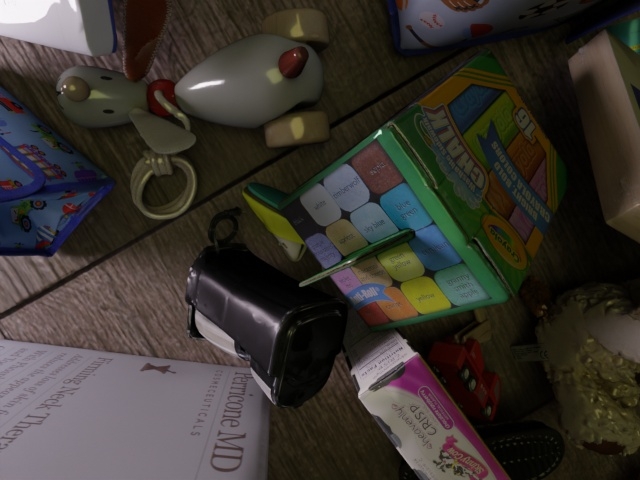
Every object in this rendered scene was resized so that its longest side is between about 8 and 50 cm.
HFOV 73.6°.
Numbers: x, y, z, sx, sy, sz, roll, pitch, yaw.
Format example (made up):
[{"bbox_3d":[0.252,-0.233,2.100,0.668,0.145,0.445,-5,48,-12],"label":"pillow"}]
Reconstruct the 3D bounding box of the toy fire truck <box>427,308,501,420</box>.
[{"bbox_3d":[0.202,0.137,0.580,0.192,0.047,0.135,54,55,-28],"label":"toy fire truck"}]

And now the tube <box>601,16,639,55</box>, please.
[{"bbox_3d":[0.419,-0.187,0.582,0.080,0.052,0.207,-12,103,5],"label":"tube"}]

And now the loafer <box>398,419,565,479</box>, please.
[{"bbox_3d":[0.211,0.282,0.585,0.220,0.078,0.080,-14,104,8],"label":"loafer"}]

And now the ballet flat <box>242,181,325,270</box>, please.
[{"bbox_3d":[0.000,0.000,0.556,0.231,0.077,0.077,20,111,-8],"label":"ballet flat"}]

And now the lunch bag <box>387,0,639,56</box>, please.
[{"bbox_3d":[0.281,-0.345,0.410,0.385,0.328,0.239,-12,96,-6],"label":"lunch bag"}]

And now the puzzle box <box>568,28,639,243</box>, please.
[{"bbox_3d":[0.463,-0.047,0.488,0.409,0.052,0.272,26,53,-14],"label":"puzzle box"}]

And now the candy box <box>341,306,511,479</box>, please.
[{"bbox_3d":[0.096,0.168,0.496,0.071,0.233,0.159,-36,98,0],"label":"candy box"}]

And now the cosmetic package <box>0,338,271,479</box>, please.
[{"bbox_3d":[-0.266,0.322,0.437,0.393,0.329,0.327,8,94,-6],"label":"cosmetic package"}]

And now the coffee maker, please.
[{"bbox_3d":[-0.069,0.073,0.485,0.120,0.178,0.171,-31,126,-36],"label":"coffee maker"}]

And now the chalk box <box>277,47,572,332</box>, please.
[{"bbox_3d":[0.097,-0.033,0.437,0.179,0.180,0.289,52,53,-8],"label":"chalk box"}]

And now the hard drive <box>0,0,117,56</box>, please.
[{"bbox_3d":[-0.348,-0.316,0.408,0.318,0.040,0.210,18,126,16],"label":"hard drive"}]

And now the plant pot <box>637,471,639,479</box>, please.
[{"bbox_3d":[0.515,0.436,0.588,0.205,0.205,0.188,10,79,-5],"label":"plant pot"}]

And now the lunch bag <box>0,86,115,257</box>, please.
[{"bbox_3d":[-0.379,-0.083,0.404,0.221,0.293,0.138,42,92,-8],"label":"lunch bag"}]

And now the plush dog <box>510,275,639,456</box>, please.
[{"bbox_3d":[0.414,0.123,0.567,0.225,0.211,0.262,-2,125,-18],"label":"plush dog"}]

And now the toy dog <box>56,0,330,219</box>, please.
[{"bbox_3d":[-0.129,-0.172,0.480,0.333,0.161,0.220,-26,97,-1],"label":"toy dog"}]
